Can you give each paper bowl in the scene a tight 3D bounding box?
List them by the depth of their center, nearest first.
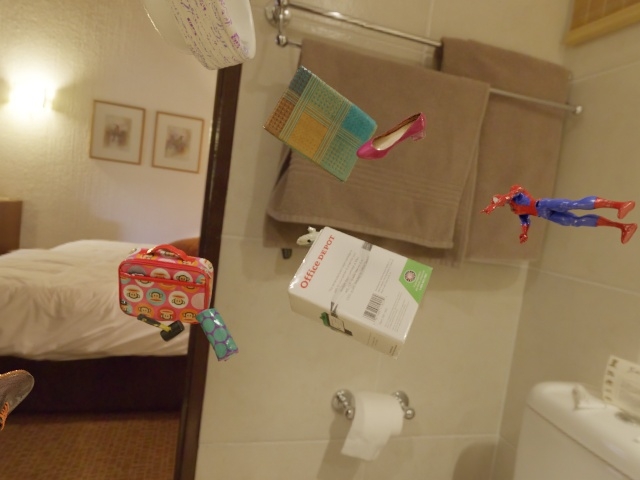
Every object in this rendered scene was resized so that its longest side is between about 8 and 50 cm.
[{"bbox_3d":[-0.229,-0.459,0.739,0.147,0.285,0.284,-12,3,6],"label":"paper bowl"}]

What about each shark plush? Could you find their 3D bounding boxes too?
[{"bbox_3d":[0.000,0.000,1.438,0.161,0.067,0.073,2,47,-25],"label":"shark plush"}]

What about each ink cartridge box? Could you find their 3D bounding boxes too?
[{"bbox_3d":[0.071,0.091,0.753,0.219,0.160,0.093,22,-31,15],"label":"ink cartridge box"}]

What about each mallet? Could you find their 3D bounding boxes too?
[{"bbox_3d":[-0.416,0.218,1.077,0.062,0.039,0.190,-31,-25,-13],"label":"mallet"}]

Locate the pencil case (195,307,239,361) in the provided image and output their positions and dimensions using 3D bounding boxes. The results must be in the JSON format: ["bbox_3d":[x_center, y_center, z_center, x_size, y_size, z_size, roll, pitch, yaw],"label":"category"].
[{"bbox_3d":[-0.295,0.267,1.165,0.064,0.152,0.070,-21,-17,-41],"label":"pencil case"}]

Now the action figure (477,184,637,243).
[{"bbox_3d":[0.446,-0.043,0.828,0.139,0.092,0.280,-38,29,-14],"label":"action figure"}]

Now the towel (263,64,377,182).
[{"bbox_3d":[0.008,-0.425,1.522,0.369,0.272,0.040,31,2,-20],"label":"towel"}]

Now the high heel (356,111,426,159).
[{"bbox_3d":[0.226,-0.341,1.329,0.243,0.082,0.117,-13,-24,12],"label":"high heel"}]

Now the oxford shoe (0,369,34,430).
[{"bbox_3d":[-0.650,0.351,0.799,0.098,0.097,0.271,3,17,3],"label":"oxford shoe"}]

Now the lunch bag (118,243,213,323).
[{"bbox_3d":[-0.504,0.136,1.348,0.292,0.259,0.120,8,24,-7],"label":"lunch bag"}]
